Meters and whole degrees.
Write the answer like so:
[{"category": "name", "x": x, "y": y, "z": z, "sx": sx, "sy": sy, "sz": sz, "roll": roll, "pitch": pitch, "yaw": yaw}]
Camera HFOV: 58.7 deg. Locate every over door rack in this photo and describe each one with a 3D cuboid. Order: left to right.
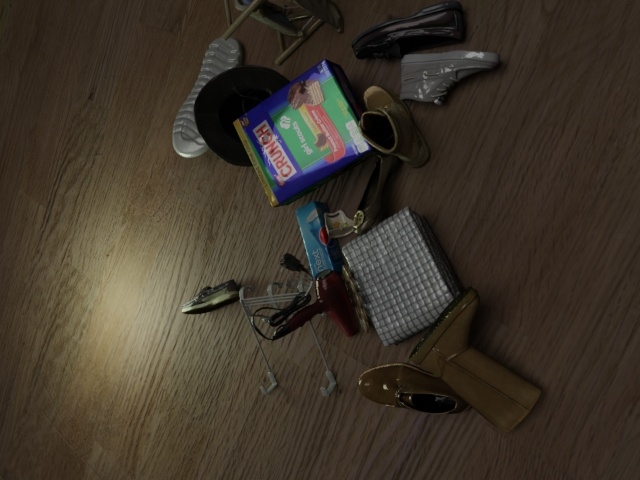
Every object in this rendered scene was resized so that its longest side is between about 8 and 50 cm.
[{"category": "over door rack", "x": -0.087, "y": 0.271, "z": 1.617, "sx": 0.239, "sy": 0.108, "sz": 0.324, "roll": -10, "pitch": 95, "yaw": 35}]

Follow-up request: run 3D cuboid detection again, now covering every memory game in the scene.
[{"category": "memory game", "x": 0.089, "y": 0.151, "z": 1.462, "sx": 0.012, "sy": 0.186, "sz": 0.186, "roll": -19, "pitch": 73, "yaw": -4}]

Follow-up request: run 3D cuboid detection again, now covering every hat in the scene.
[{"category": "hat", "x": -0.203, "y": -0.386, "z": 1.683, "sx": 0.331, "sy": 0.331, "sz": 0.134, "roll": -37, "pitch": 29, "yaw": 27}]

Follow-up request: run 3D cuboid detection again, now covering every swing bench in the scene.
[{"category": "swing bench", "x": -0.112, "y": -0.647, "z": 1.595, "sx": 0.255, "sy": 0.253, "sz": 0.165, "roll": -17, "pitch": 77, "yaw": 32}]

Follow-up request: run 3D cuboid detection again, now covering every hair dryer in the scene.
[{"category": "hair dryer", "x": -0.022, "y": 0.176, "z": 1.488, "sx": 0.223, "sy": 0.293, "sz": 0.080, "roll": -66, "pitch": 21, "yaw": -2}]

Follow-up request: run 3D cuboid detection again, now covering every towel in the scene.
[{"category": "towel", "x": 0.205, "y": 0.089, "z": 1.412, "sx": 0.235, "sy": 0.121, "sz": 0.283, "roll": -35, "pitch": 70, "yaw": 30}]

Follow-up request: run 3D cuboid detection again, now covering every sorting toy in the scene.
[{"category": "sorting toy", "x": 0.045, "y": -0.049, "z": 1.565, "sx": 0.045, "sy": 0.083, "sz": 0.075, "roll": 109, "pitch": 146, "yaw": -59}]

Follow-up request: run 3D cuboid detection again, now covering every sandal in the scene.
[{"category": "sandal", "x": -0.339, "y": -0.450, "z": 1.840, "sx": 0.169, "sy": 0.102, "sz": 0.416, "roll": 21, "pitch": 86, "yaw": 19}]

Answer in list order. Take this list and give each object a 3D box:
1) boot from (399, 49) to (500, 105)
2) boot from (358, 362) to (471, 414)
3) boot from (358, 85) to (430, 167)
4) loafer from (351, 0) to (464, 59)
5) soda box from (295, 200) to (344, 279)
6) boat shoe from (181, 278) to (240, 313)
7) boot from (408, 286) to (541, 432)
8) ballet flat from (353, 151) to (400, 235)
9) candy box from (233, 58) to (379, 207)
[{"category": "boot", "x": 0.311, "y": -0.394, "z": 1.397, "sx": 0.258, "sy": 0.095, "sz": 0.123, "roll": 11, "pitch": 101, "yaw": 41}, {"category": "boot", "x": 0.209, "y": 0.366, "z": 1.390, "sx": 0.305, "sy": 0.115, "sz": 0.112, "roll": -2, "pitch": 87, "yaw": 36}, {"category": "boot", "x": 0.153, "y": -0.304, "z": 1.417, "sx": 0.095, "sy": 0.203, "sz": 0.262, "roll": -37, "pitch": 69, "yaw": 26}, {"category": "loafer", "x": 0.217, "y": -0.513, "z": 1.453, "sx": 0.302, "sy": 0.109, "sz": 0.095, "roll": -12, "pitch": 84, "yaw": 31}, {"category": "soda box", "x": 0.000, "y": 0.000, "z": 1.587, "sx": 0.071, "sy": 0.067, "sz": 0.210, "roll": -24, "pitch": 74, "yaw": 31}, {"category": "boat shoe", "x": -0.350, "y": 0.181, "z": 1.814, "sx": 0.223, "sy": 0.080, "sz": 0.073, "roll": -20, "pitch": 70, "yaw": 27}, {"category": "boot", "x": 0.365, "y": 0.260, "z": 1.251, "sx": 0.269, "sy": 0.089, "sz": 0.236, "roll": 35, "pitch": 117, "yaw": 5}, {"category": "ballet flat", "x": 0.133, "y": -0.128, "z": 1.450, "sx": 0.084, "sy": 0.058, "sz": 0.250, "roll": -1, "pitch": 59, "yaw": 56}, {"category": "candy box", "x": -0.038, "y": -0.278, "z": 1.518, "sx": 0.317, "sy": 0.122, "sz": 0.268, "roll": -29, "pitch": 84, "yaw": 24}]
